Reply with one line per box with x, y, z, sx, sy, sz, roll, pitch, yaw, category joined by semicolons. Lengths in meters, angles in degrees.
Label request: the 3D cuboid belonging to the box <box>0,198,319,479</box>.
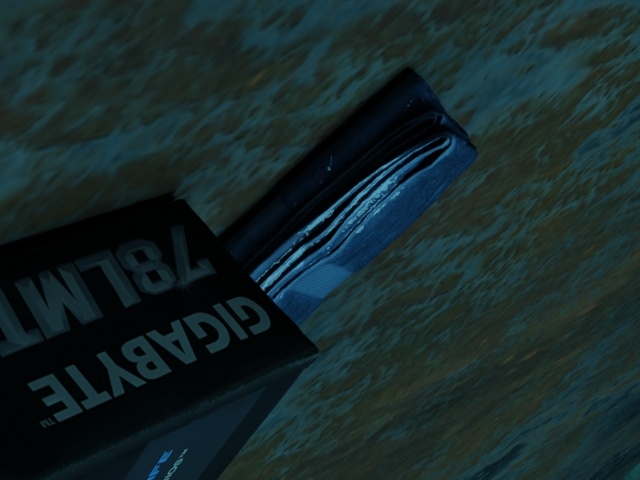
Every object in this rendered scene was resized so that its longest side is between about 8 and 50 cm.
-0.175;0.134;0.520;0.293;0.073;0.295;-22;155;-53;box

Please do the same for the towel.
0.000;0.000;0.645;0.119;0.029;0.067;-43;166;6;towel
